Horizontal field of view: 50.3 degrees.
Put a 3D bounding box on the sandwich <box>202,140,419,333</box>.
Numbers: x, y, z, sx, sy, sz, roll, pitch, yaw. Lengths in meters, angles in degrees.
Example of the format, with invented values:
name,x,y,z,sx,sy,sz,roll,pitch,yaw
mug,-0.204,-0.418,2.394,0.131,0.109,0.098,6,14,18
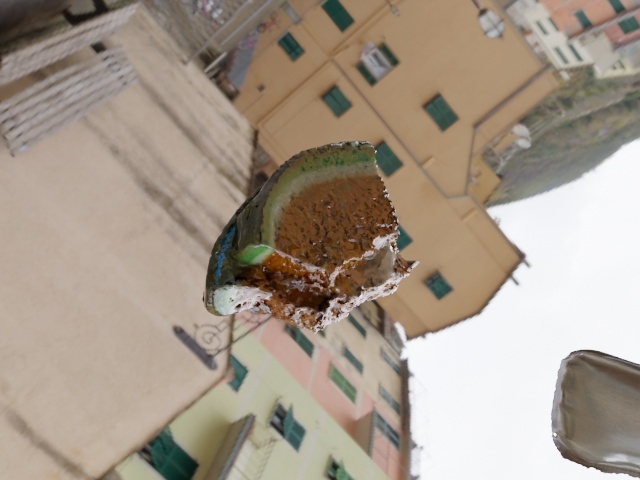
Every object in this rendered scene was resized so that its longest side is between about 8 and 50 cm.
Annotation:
name,x,y,z,sx,sy,sz,roll,pitch,yaw
sandwich,-0.009,-0.006,0.626,0.235,0.159,0.079,-25,153,-34

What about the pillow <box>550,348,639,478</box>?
name,x,y,z,sx,sy,sz,roll,pitch,yaw
pillow,0.302,0.161,0.539,0.233,0.130,0.038,14,-144,23
